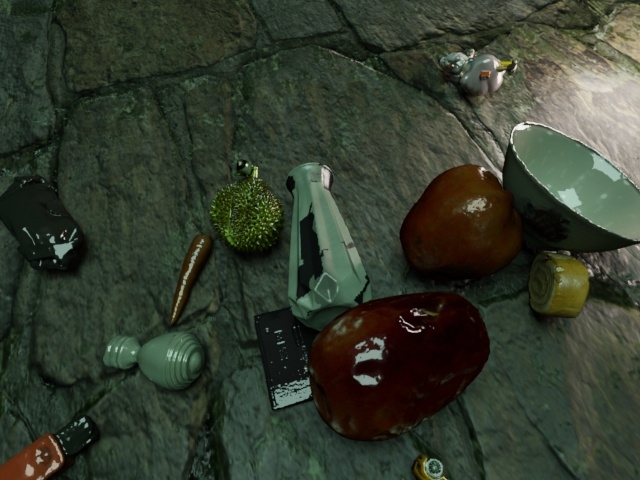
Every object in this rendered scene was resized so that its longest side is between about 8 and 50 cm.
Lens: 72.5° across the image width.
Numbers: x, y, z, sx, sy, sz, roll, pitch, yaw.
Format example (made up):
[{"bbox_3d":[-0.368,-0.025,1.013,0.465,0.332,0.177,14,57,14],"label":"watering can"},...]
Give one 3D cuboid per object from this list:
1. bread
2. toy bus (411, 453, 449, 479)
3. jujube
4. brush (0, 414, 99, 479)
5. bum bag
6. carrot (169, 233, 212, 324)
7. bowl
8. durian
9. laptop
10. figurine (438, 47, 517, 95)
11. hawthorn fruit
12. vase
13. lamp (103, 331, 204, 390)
[{"bbox_3d":[0.456,0.088,0.854,0.073,0.149,0.123,9,101,7],"label":"bread"},{"bbox_3d":[0.201,0.422,0.687,0.074,0.070,0.162,-39,65,-18],"label":"toy bus"},{"bbox_3d":[0.133,0.201,0.746,0.317,0.223,0.223,-18,59,-18],"label":"jujube"},{"bbox_3d":[-0.531,0.418,0.734,0.323,0.051,0.070,-34,69,-21],"label":"brush"},{"bbox_3d":[-0.654,-0.038,1.009,0.142,0.080,0.326,-33,59,-26],"label":"bum bag"},{"bbox_3d":[-0.284,0.079,0.940,0.048,0.048,0.217,11,63,9],"label":"carrot"},{"bbox_3d":[0.495,-0.079,0.910,0.336,0.158,0.338,15,45,-15],"label":"bowl"},{"bbox_3d":[-0.161,-0.058,0.962,0.159,0.146,0.198,-38,53,11],"label":"durian"},{"bbox_3d":[-0.050,0.218,0.856,0.135,0.016,0.197,-14,58,-8],"label":"laptop"},{"bbox_3d":[0.429,-0.471,1.219,0.137,0.112,0.229,-26,47,-23],"label":"figurine"},{"bbox_3d":[0.266,-0.015,0.885,0.260,0.224,0.224,-32,59,11],"label":"hawthorn fruit"},{"bbox_3d":[0.000,0.000,0.914,0.164,0.165,0.361,-8,54,-3],"label":"vase"},{"bbox_3d":[-0.309,0.218,0.822,0.192,0.106,0.106,5,58,16],"label":"lamp"}]
